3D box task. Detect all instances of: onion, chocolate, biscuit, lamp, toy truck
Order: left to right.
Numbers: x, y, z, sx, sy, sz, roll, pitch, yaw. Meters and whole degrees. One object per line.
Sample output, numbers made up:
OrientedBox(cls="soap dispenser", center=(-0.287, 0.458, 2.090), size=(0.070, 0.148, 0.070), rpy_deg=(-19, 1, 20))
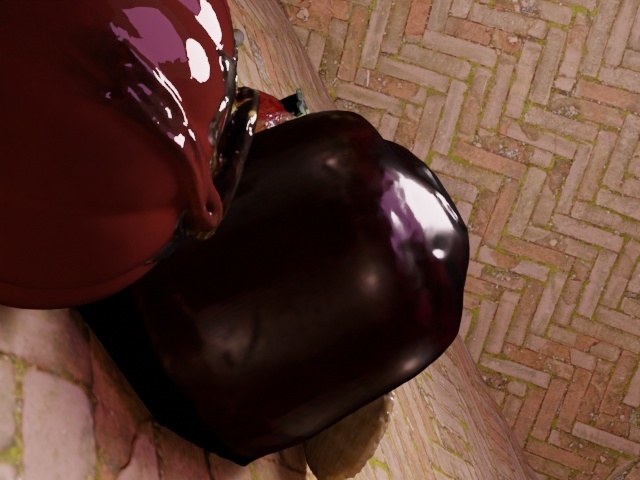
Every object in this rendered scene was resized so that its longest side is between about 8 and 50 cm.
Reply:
OrientedBox(cls="lamp", center=(-0.181, -0.099, 0.470), size=(0.257, 0.303, 0.303), rpy_deg=(19, 31, -17))
OrientedBox(cls="onion", center=(-0.105, -0.220, 1.270), size=(0.184, 0.147, 0.184), rpy_deg=(-14, 90, -69))
OrientedBox(cls="toy truck", center=(-0.065, -0.329, 1.746), size=(0.116, 0.085, 0.191), rpy_deg=(60, 11, -32))
OrientedBox(cls="chocolate", center=(-0.016, 0.017, 0.711), size=(0.383, 0.331, 0.384), rpy_deg=(49, 19, -23))
OrientedBox(cls="biscuit", center=(0.031, 0.216, 0.855), size=(0.033, 0.220, 0.220), rpy_deg=(23, 32, -23))

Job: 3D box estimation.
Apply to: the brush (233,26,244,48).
OrientedBox(cls="brush", center=(-0.220, -0.436, 1.435), size=(0.072, 0.067, 0.313), rpy_deg=(58, 17, -21))
